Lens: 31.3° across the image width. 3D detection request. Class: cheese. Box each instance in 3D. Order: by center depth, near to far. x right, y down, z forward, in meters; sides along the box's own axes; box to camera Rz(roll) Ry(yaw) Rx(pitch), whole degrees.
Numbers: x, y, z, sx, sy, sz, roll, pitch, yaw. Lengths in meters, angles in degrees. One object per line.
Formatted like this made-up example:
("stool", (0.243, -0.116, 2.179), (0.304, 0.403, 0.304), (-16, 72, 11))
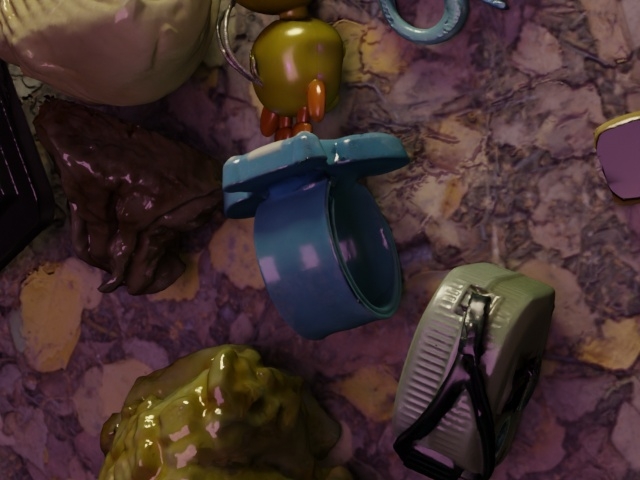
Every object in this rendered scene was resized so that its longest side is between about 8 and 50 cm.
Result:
("cheese", (0.347, -0.095, 1.088), (0.162, 0.036, 0.086), (-20, 83, 25))

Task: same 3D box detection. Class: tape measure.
("tape measure", (0.149, 0.148, 1.110), (0.115, 0.207, 0.235), (20, 100, 20))

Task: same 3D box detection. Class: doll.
("doll", (-0.036, -0.203, 1.209), (0.143, 0.135, 0.221), (-1, 93, 60))

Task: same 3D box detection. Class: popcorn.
("popcorn", (-0.102, 0.240, 1.218), (0.237, 0.293, 0.293), (-27, 81, 62))

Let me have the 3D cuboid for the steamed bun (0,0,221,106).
("steamed bun", (-0.223, -0.269, 1.250), (0.289, 0.203, 0.276), (13, 73, 33))

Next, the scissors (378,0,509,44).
("scissors", (0.049, -0.362, 1.209), (0.393, 0.032, 0.180), (43, 109, 16))

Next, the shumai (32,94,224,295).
("shumai", (-0.230, -0.036, 1.269), (0.184, 0.218, 0.185), (13, 82, 67))

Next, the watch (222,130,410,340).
("watch", (0.000, 0.000, 1.173), (0.211, 0.211, 0.193), (-19, 81, 25))

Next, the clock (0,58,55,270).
("clock", (-0.420, -0.109, 1.371), (0.279, 0.049, 0.273), (-31, 78, 52))
